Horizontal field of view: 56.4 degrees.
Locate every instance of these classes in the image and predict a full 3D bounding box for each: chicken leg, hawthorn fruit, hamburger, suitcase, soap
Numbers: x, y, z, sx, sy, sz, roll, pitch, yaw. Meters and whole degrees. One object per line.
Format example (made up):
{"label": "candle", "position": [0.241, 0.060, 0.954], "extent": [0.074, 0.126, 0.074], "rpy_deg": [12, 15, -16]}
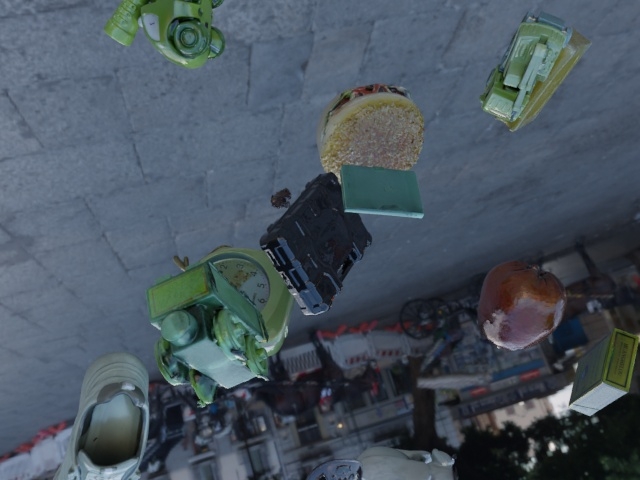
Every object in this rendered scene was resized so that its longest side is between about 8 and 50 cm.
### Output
{"label": "chicken leg", "position": [-0.067, -0.069, 1.017], "extent": [0.036, 0.021, 0.083], "rpy_deg": [-13, -158, 5]}
{"label": "hawthorn fruit", "position": [0.510, 0.184, 1.542], "extent": [0.224, 0.224, 0.261], "rpy_deg": [-2, 121, -44]}
{"label": "hamburger", "position": [0.126, -0.259, 1.540], "extent": [0.302, 0.170, 0.302], "rpy_deg": [-9, 125, -13]}
{"label": "suitcase", "position": [0.000, 0.000, 1.263], "extent": [0.066, 0.206, 0.285], "rpy_deg": [-17, -157, 36]}
{"label": "soap", "position": [0.698, -0.504, 1.878], "extent": [0.199, 0.091, 0.315], "rpy_deg": [-32, 159, -45]}

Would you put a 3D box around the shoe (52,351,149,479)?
{"label": "shoe", "position": [-0.312, 0.325, 0.851], "extent": [0.124, 0.316, 0.159], "rpy_deg": [12, 174, -23]}

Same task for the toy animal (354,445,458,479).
{"label": "toy animal", "position": [0.234, 0.629, 1.566], "extent": [0.289, 0.174, 0.249], "rpy_deg": [9, 168, -15]}

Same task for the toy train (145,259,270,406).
{"label": "toy train", "position": [-0.197, 0.170, 1.077], "extent": [0.159, 0.188, 0.271], "rpy_deg": [-24, 146, 7]}

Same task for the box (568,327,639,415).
{"label": "box", "position": [0.663, 0.315, 1.407], "extent": [0.064, 0.141, 0.220], "rpy_deg": [20, 153, 13]}

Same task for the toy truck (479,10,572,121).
{"label": "toy truck", "position": [0.298, -0.248, 0.881], "extent": [0.077, 0.100, 0.169], "rpy_deg": [24, 149, 2]}

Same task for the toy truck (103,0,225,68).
{"label": "toy truck", "position": [-0.274, -0.424, 1.080], "extent": [0.210, 0.187, 0.148], "rpy_deg": [22, -163, 3]}

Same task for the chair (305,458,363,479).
{"label": "chair", "position": [-0.010, 0.637, 1.264], "extent": [0.183, 0.326, 0.175], "rpy_deg": [-19, 152, 41]}

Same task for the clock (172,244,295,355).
{"label": "clock", "position": [-0.214, 0.127, 1.396], "extent": [0.308, 0.235, 0.096], "rpy_deg": [13, 153, 4]}

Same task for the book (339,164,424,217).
{"label": "book", "position": [0.102, -0.085, 1.008], "extent": [0.135, 0.103, 0.017], "rpy_deg": [4, 142, -11]}
